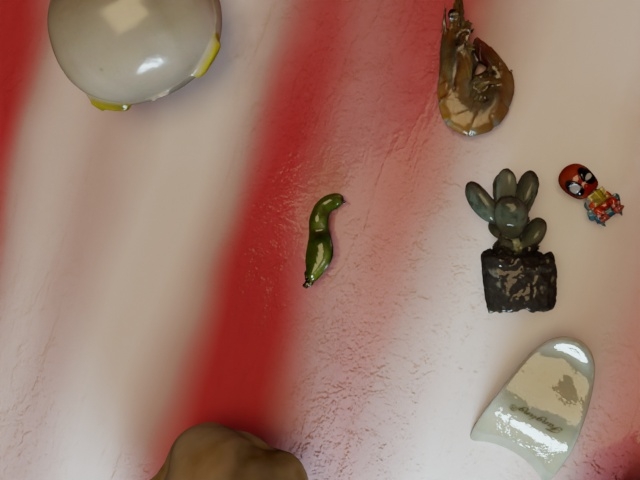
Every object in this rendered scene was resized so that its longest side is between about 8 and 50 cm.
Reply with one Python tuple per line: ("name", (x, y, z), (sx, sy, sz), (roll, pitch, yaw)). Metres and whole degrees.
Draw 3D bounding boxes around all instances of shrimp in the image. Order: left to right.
("shrimp", (0.311, -0.353, 1.370), (0.152, 0.063, 0.287), (-1, 90, 15))

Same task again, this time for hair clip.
("hair clip", (0.416, 0.307, 1.276), (0.172, 0.113, 0.282), (29, 96, 16))

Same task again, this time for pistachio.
("pistachio", (-0.214, 0.555, 1.366), (0.445, 0.281, 0.365), (-29, 56, 14))

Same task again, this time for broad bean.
("broad bean", (0.000, 0.000, 1.451), (0.070, 0.048, 0.214), (14, 88, 18))

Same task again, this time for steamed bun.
("steamed bun", (-0.395, -0.462, 1.461), (0.374, 0.334, 0.334), (-20, 82, 14))

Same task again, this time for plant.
("plant", (0.369, 0.002, 1.294), (0.146, 0.149, 0.275), (-9, 87, 0))

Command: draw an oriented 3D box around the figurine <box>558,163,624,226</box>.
("figurine", (0.511, -0.093, 1.292), (0.068, 0.075, 0.140), (-40, 66, 12))
